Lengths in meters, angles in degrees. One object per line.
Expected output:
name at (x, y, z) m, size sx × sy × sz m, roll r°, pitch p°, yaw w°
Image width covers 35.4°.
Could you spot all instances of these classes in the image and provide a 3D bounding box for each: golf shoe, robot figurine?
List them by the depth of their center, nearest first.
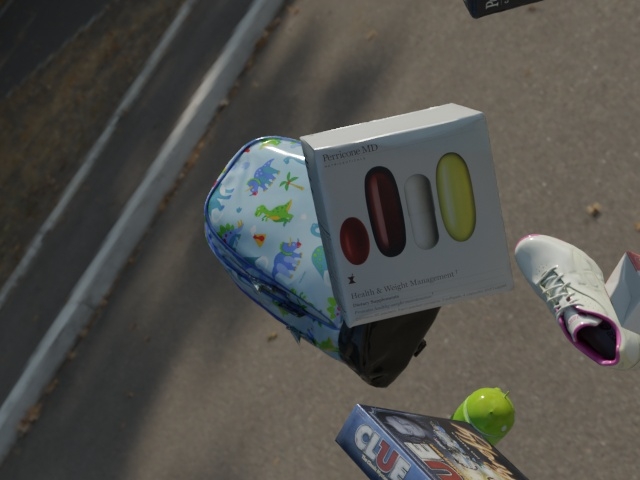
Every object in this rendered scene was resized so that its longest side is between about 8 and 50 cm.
robot figurine at (0.205, 0.232, 1.284) m, size 0.101 × 0.067 × 0.115 m, roll -42°, pitch -14°, yaw -40°
golf shoe at (0.447, 0.104, 1.756) m, size 0.306 × 0.140 × 0.115 m, roll 47°, pitch 118°, yaw 22°

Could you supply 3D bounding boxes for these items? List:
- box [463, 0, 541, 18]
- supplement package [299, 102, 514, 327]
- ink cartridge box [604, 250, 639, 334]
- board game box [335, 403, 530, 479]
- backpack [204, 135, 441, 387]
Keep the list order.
box at (0.345, -0.498, 1.260) m, size 0.396 × 0.293 × 0.212 m, roll -16°, pitch 58°, yaw 0°
supplement package at (0.095, -0.034, 1.146) m, size 0.194 × 0.203 × 0.149 m, roll -13°, pitch 13°, yaw -4°
ink cartridge box at (0.489, 0.098, 1.332) m, size 0.115 × 0.198 × 0.067 m, roll -85°, pitch 20°, yaw -64°
board game box at (0.142, 0.231, 0.830) m, size 0.243 × 0.165 × 0.042 m, roll 41°, pitch 107°, yaw 43°
backpack at (0.000, 0.000, 1.458) m, size 0.355 × 0.273 × 0.290 m, roll 27°, pitch 80°, yaw 45°
